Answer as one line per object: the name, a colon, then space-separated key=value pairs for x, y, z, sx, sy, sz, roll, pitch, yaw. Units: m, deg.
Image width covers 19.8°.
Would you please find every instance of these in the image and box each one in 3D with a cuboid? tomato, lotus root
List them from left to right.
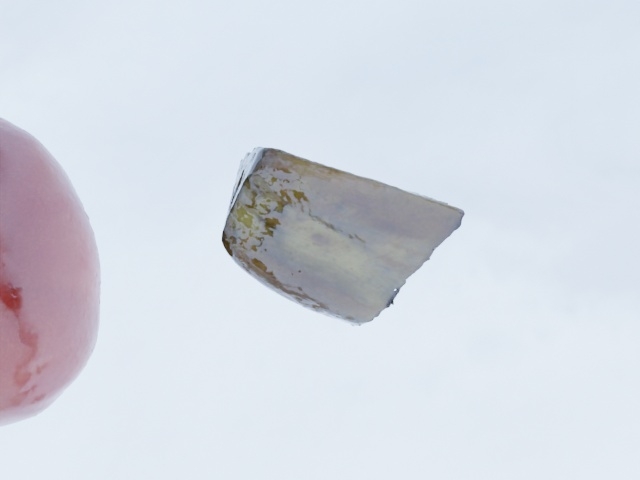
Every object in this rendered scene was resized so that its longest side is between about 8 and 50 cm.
tomato: x=-0.296 y=0.029 z=1.419 sx=0.259 sy=0.180 sz=0.260 roll=-1 pitch=83 yaw=9
lotus root: x=-0.002 y=-0.004 z=1.214 sx=0.135 sy=0.095 sz=0.159 roll=19 pitch=168 yaw=-18
